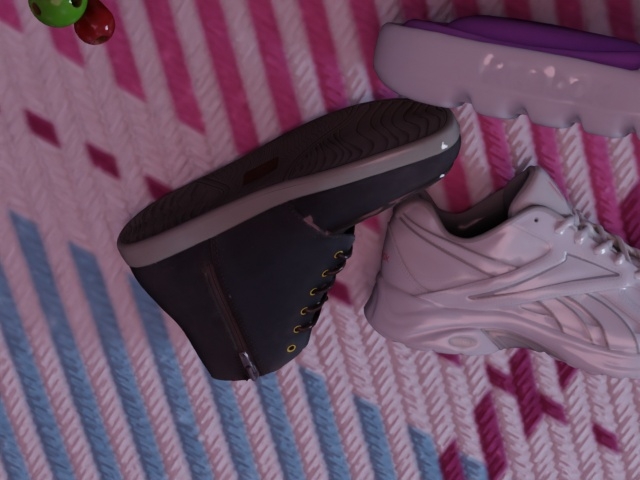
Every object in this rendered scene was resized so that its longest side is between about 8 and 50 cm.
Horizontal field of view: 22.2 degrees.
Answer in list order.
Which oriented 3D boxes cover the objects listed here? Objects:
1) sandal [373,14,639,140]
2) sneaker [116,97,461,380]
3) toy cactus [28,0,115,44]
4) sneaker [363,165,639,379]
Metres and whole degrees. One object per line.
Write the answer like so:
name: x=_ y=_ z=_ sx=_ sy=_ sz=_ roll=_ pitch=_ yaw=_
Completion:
sandal: x=0.238 y=-0.103 z=0.885 sx=0.416 sy=0.169 sz=0.102 roll=5 pitch=102 yaw=2
sneaker: x=0.000 y=0.000 z=0.977 sx=0.222 sy=0.083 sz=0.118 roll=-21 pitch=116 yaw=22
toy cactus: x=-0.114 y=-0.186 z=0.871 sx=0.112 sy=0.219 sz=0.180 roll=14 pitch=153 yaw=-22
sneaker: x=0.146 y=0.015 z=0.980 sx=0.232 sy=0.090 sz=0.115 roll=4 pitch=108 yaw=-3
